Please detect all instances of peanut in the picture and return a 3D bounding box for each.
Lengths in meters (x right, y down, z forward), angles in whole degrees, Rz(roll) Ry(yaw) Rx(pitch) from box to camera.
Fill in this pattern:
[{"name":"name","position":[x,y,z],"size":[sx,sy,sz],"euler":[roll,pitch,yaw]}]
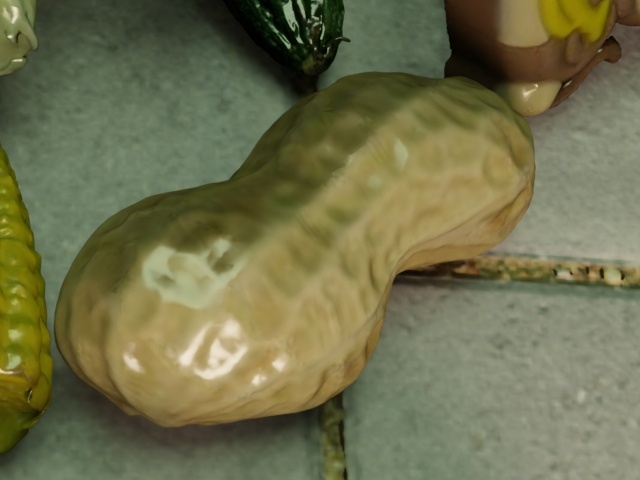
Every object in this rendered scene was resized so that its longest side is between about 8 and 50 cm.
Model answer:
[{"name":"peanut","position":[0.000,0.000,0.954],"size":[0.298,0.120,0.136],"euler":[-35,96,-31]}]

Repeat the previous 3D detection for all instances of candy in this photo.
[{"name":"candy","position":[-0.188,0.008,0.920],"size":[0.106,0.094,0.199],"euler":[1,49,-12]}]

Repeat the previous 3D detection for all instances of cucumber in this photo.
[{"name":"cucumber","position":[-0.056,-0.202,1.106],"size":[0.077,0.077,0.265],"euler":[-24,68,-27]}]

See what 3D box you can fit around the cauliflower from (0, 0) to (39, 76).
[{"name":"cauliflower","position":[-0.148,-0.229,0.987],"size":[0.260,0.327,0.281],"euler":[-10,95,-18]}]

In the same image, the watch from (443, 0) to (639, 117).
[{"name":"watch","position":[0.125,-0.292,1.111],"size":[0.335,0.314,0.327],"euler":[-36,58,-19]}]
